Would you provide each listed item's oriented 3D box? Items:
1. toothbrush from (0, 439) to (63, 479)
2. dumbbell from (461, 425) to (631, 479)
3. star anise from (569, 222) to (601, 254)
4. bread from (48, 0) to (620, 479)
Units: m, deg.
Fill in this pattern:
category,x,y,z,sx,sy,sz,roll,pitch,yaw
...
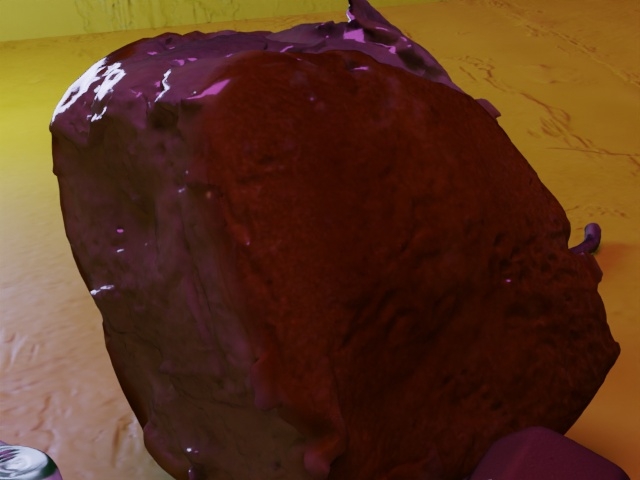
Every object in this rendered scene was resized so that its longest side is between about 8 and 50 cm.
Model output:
category,x,y,z,sx,sy,sz,roll,pitch,yaw
toothbrush,-0.165,0.137,0.792,0.042,0.040,0.418,-18,27,-28
dumbbell,0.142,0.149,0.470,0.231,0.092,0.082,28,55,12
star anise,0.101,0.029,1.081,0.227,0.218,0.148,31,-31,-21
bread,0.000,0.000,0.797,0.250,0.279,0.225,-18,2,-34
